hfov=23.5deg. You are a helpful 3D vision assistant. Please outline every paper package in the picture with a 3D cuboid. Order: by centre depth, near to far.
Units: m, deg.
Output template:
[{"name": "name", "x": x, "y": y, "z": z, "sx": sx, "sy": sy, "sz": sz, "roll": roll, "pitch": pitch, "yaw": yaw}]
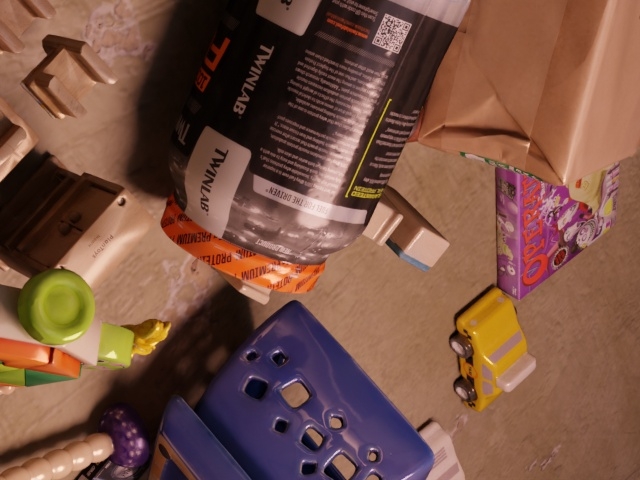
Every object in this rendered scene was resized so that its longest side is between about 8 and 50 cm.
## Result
[{"name": "paper package", "x": 0.260, "y": -0.232, "z": 1.624, "sx": 0.325, "sy": 0.168, "sz": 0.309, "roll": -20, "pitch": 124, "yaw": -64}]

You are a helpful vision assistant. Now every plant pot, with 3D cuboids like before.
[{"name": "plant pot", "x": -0.049, "y": 0.245, "z": 1.631, "sx": 0.212, "sy": 0.236, "sz": 0.236, "roll": -33, "pitch": 161, "yaw": -28}]

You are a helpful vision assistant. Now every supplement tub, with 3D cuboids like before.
[{"name": "supplement tub", "x": -0.012, "y": -0.135, "z": 1.444, "sx": 0.207, "sy": 0.207, "sz": 0.338, "roll": 9, "pitch": 110, "yaw": -52}]

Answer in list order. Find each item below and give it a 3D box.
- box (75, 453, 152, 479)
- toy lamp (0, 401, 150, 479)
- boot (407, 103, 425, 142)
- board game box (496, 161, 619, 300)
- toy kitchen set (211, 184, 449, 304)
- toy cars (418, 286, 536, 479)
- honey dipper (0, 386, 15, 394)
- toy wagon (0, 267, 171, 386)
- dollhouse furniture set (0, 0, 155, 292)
[{"name": "box", "x": -0.224, "y": 0.251, "z": 1.659, "sx": 0.083, "sy": 0.018, "sz": 0.067, "roll": -50, "pitch": 144, "yaw": -10}, {"name": "toy lamp", "x": -0.294, "y": 0.237, "z": 1.515, "sx": 0.275, "sy": 0.080, "sz": 0.080, "roll": -17, "pitch": 129, "yaw": -41}, {"name": "boot", "x": 0.165, "y": -0.228, "z": 1.685, "sx": 0.280, "sy": 0.096, "sz": 0.264, "roll": -7, "pitch": 111, "yaw": -54}, {"name": "board game box", "x": 0.309, "y": -0.105, "z": 1.991, "sx": 0.208, "sy": 0.056, "sz": 0.346, "roll": -32, "pitch": 139, "yaw": -24}, {"name": "toy kitchen set", "x": 0.000, "y": 0.000, "z": 1.677, "sx": 0.207, "sy": 0.122, "sz": 0.166, "roll": 29, "pitch": 104, "yaw": -42}, {"name": "toy cars", "x": 0.201, "y": 0.254, "z": 2.106, "sx": 0.176, "sy": 0.087, "sz": 0.393, "roll": 5, "pitch": 113, "yaw": -51}, {"name": "honey dipper", "x": -0.352, "y": 0.171, "z": 1.439, "sx": 0.161, "sy": 0.030, "sz": 0.030, "roll": -34, "pitch": 139, "yaw": -33}, {"name": "toy wagon", "x": -0.276, "y": 0.067, "z": 1.197, "sx": 0.344, "sy": 0.267, "sz": 0.068, "roll": 15, "pitch": 74, "yaw": -33}, {"name": "dollhouse furniture set", "x": -0.277, "y": -0.073, "z": 1.274, "sx": 0.212, "sy": 0.161, "sz": 0.242, "roll": -50, "pitch": 123, "yaw": -14}]
